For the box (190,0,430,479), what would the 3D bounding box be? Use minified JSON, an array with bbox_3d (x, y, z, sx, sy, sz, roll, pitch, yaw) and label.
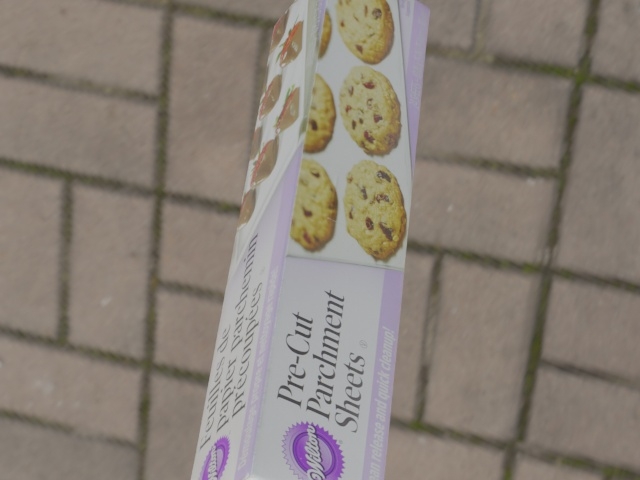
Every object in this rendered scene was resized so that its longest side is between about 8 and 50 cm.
[{"bbox_3d":[0.000,0.000,0.801,0.067,0.324,0.063,26,136,-18],"label":"box"}]
